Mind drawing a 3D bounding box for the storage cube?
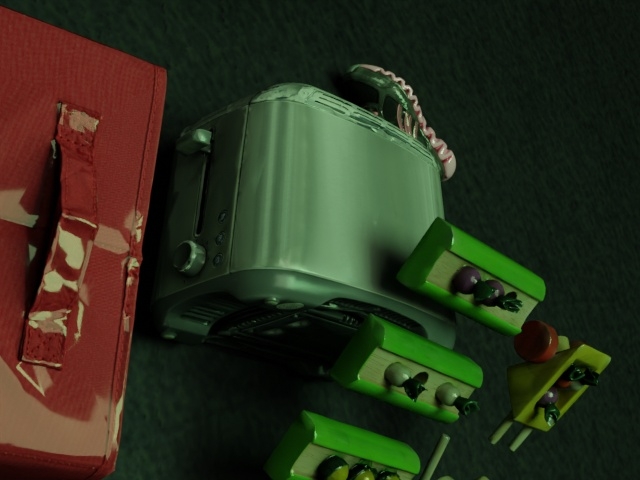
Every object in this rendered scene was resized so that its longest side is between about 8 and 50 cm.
[{"bbox_3d":[-0.202,0.007,0.504,0.193,0.215,0.184,18,65,-32],"label":"storage cube"}]

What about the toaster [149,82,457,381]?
[{"bbox_3d":[0.000,0.000,0.754,0.227,0.129,0.147,20,61,-41],"label":"toaster"}]

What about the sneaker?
[{"bbox_3d":[0.053,-0.078,0.893,0.119,0.047,0.057,50,60,-19],"label":"sneaker"}]

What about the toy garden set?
[{"bbox_3d":[0.072,0.128,0.734,0.203,0.049,0.244,27,100,-47],"label":"toy garden set"}]
